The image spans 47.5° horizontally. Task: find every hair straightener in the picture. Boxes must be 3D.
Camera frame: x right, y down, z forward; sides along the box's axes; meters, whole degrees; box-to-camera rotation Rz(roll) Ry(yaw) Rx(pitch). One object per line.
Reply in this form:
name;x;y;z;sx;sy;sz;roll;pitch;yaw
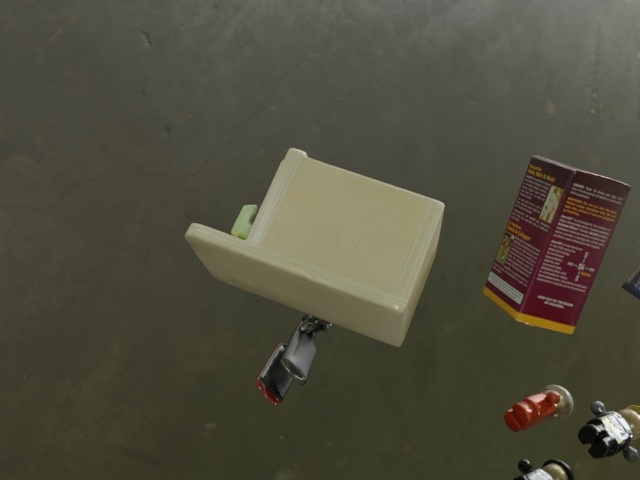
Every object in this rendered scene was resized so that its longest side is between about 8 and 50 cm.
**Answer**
hair straightener;-0.004;0.115;0.884;0.089;0.230;0.047;-41;90;22

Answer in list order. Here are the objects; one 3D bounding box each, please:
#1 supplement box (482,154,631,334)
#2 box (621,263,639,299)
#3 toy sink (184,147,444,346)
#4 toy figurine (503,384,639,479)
supplement box;0.280;0.003;0.878;0.081;0.104;0.188;15;102;-15
box;0.573;0.047;1.206;0.037;0.225;0.136;37;100;4
toy sink;0.000;0.000;0.779;0.152;0.234;0.131;76;35;-68
toy figurine;0.412;0.349;1.168;0.148;0.210;0.212;-5;95;-40
